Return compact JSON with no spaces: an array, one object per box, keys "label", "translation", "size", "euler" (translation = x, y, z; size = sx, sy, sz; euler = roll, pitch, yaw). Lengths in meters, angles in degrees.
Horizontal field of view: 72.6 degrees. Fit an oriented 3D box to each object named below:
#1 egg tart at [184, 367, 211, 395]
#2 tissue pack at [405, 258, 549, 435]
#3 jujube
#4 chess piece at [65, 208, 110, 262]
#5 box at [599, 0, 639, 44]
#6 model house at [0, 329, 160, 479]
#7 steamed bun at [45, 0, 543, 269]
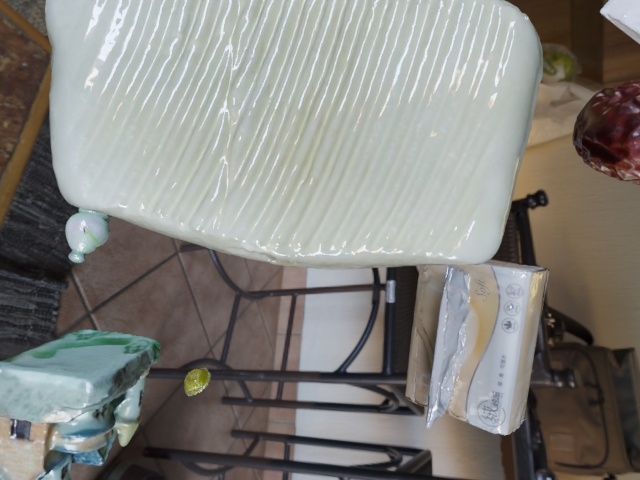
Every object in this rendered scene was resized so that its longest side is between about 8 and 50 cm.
[{"label":"egg tart","translation":[-0.407,0.453,1.415],"size":[0.039,0.105,0.105],"euler":[61,32,-32]},{"label":"tissue pack","translation":[0.275,0.187,0.822],"size":[0.238,0.238,0.306],"euler":[-12,109,-68]},{"label":"jujube","translation":[0.241,-0.081,0.335],"size":[0.129,0.077,0.078],"euler":[-53,135,-56]},{"label":"chess piece","translation":[-0.399,-0.084,0.803],"size":[0.139,0.139,0.272],"euler":[50,43,-56]},{"label":"box","translation":[0.459,-0.283,0.469],"size":[0.260,0.194,0.111],"euler":[-7,56,-40]},{"label":"model house","translation":[-0.446,0.359,0.810],"size":[0.267,0.193,0.325],"euler":[-57,156,-87]},{"label":"steamed bun","translation":[-0.024,-0.112,0.412],"size":[0.236,0.382,0.247],"euler":[-78,175,-81]}]
